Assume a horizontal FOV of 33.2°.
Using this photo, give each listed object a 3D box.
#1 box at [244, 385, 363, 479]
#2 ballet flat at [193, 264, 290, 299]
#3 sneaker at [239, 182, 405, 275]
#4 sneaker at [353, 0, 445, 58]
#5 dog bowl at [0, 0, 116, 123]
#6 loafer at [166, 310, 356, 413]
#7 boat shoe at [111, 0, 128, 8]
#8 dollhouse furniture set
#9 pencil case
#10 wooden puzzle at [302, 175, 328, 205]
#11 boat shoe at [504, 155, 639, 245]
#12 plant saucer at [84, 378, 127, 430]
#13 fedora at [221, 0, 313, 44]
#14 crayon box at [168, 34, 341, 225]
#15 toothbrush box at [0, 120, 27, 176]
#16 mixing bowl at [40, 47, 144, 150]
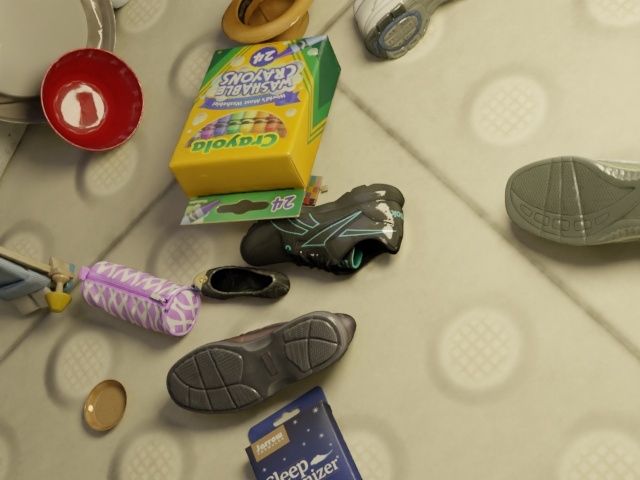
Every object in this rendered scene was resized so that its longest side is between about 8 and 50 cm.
[{"bbox_3d":[-0.020,0.320,1.482,0.136,0.036,0.225,-34,54,11],"label":"box"},{"bbox_3d":[-0.125,0.060,1.654,0.173,0.049,0.057,-1,66,29],"label":"ballet flat"},{"bbox_3d":[0.000,0.000,1.584,0.267,0.101,0.106,-18,63,22],"label":"sneaker"},{"bbox_3d":[0.168,-0.424,1.692,0.297,0.111,0.129,-37,49,7],"label":"sneaker"},{"bbox_3d":[-0.550,-0.381,1.935,0.102,0.349,0.349,4,67,57],"label":"dog bowl"},{"bbox_3d":[-0.081,0.176,1.566,0.302,0.095,0.109,-22,89,24],"label":"loafer"},{"bbox_3d":[-0.427,-0.583,2.099,0.109,0.094,0.302,-26,57,16],"label":"boat shoe"},{"bbox_3d":[-0.600,0.109,1.747,0.303,0.286,0.198,-17,60,35],"label":"dollhouse furniture set"},{"bbox_3d":[-0.287,0.091,1.705,0.206,0.088,0.086,13,81,34],"label":"pencil case"},{"bbox_3d":[-0.024,-0.080,1.691,0.083,0.006,0.049,7,71,31],"label":"wooden puzzle"},{"bbox_3d":[0.397,-0.051,1.401,0.320,0.103,0.118,-1,86,34],"label":"boat shoe"},{"bbox_3d":[-0.335,0.261,1.695,0.083,0.015,0.083,-13,62,24],"label":"plant saucer"},{"bbox_3d":[-0.073,-0.378,1.807,0.194,0.079,0.194,-19,42,18],"label":"fedora"},{"bbox_3d":[-0.101,-0.175,1.656,0.203,0.083,0.323,-4,49,22],"label":"crayon box"},{"bbox_3d":[-0.712,-0.236,2.076,0.283,0.122,0.206,16,75,35],"label":"toothbrush box"},{"bbox_3d":[-0.414,-0.243,1.904,0.098,0.181,0.181,-6,59,64],"label":"mixing bowl"}]
